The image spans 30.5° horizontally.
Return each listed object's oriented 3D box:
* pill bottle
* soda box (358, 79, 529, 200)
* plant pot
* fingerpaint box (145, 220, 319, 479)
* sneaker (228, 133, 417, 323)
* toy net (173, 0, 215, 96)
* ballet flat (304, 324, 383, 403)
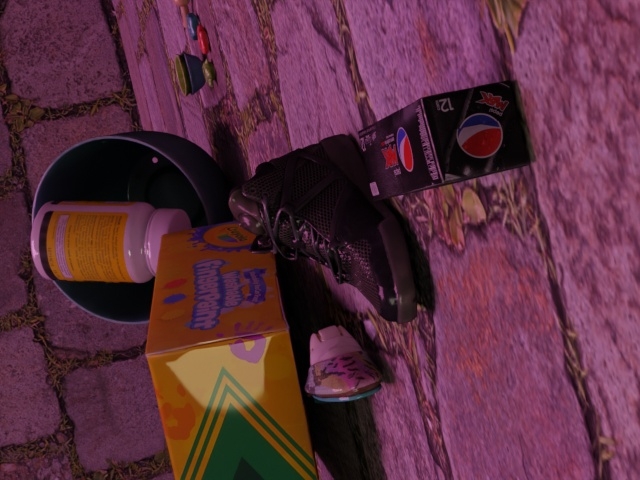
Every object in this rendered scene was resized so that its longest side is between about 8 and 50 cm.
[{"bbox_3d":[-0.298,0.002,1.695,0.119,0.208,0.119,1,-90,-75],"label":"pill bottle"},{"bbox_3d":[0.075,-0.061,0.761,0.169,0.060,0.053,175,83,-79],"label":"soda box"},{"bbox_3d":[-0.271,-0.041,1.865,0.235,0.293,0.293,-45,-55,-69],"label":"plant pot"},{"bbox_3d":[-0.099,0.211,1.462,0.445,0.163,0.371,-107,7,-72],"label":"fingerpaint box"},{"bbox_3d":[0.000,0.000,1.018,0.087,0.130,0.227,86,163,-45],"label":"sneaker"},{"bbox_3d":[-0.211,-0.341,1.806,0.122,0.045,0.232,-171,67,-77],"label":"toy net"},{"bbox_3d":[0.015,0.131,1.239,0.221,0.077,0.079,125,133,-80],"label":"ballet flat"}]
